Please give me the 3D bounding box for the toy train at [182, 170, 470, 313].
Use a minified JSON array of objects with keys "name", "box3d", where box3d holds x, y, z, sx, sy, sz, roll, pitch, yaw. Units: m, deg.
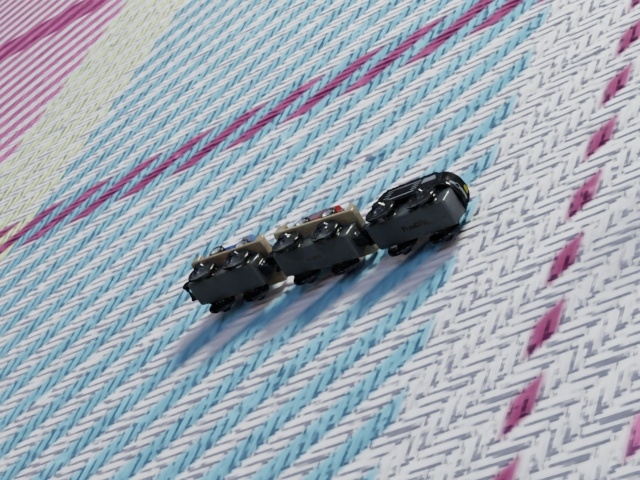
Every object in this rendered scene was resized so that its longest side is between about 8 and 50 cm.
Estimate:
[{"name":"toy train","box3d":[0.000,0.000,0.773,0.158,0.027,0.036,-18,24,38]}]
